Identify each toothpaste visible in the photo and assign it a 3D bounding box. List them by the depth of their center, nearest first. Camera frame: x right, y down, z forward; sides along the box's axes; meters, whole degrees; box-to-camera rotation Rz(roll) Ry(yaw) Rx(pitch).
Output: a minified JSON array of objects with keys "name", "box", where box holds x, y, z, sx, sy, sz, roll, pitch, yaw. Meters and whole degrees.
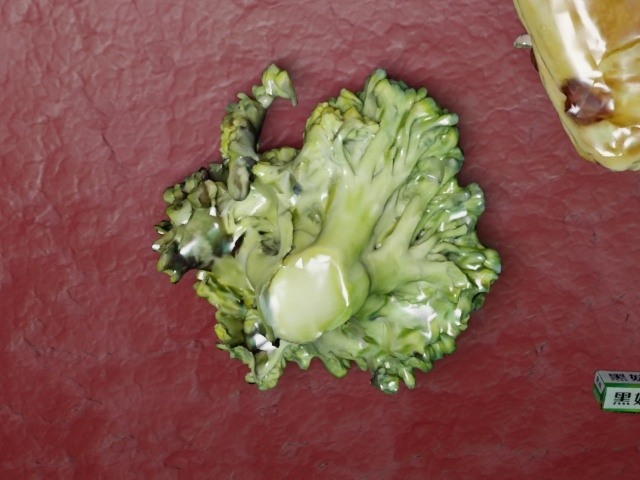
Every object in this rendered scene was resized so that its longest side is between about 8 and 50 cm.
[{"name":"toothpaste","box":[0.414,0.179,1.345,0.178,0.043,0.037,2,115,-3]}]

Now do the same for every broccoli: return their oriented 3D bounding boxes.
[{"name":"broccoli","box":[0.004,-0.004,1.152,0.334,0.272,0.324,-11,77,10]}]

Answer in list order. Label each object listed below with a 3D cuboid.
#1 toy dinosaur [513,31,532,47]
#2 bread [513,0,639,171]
[{"name":"toy dinosaur","box":[0.220,-0.253,0.930,0.251,0.072,0.200,6,93,30]},{"name":"bread","box":[0.252,-0.265,0.805,0.314,0.191,0.370,-25,98,0]}]
